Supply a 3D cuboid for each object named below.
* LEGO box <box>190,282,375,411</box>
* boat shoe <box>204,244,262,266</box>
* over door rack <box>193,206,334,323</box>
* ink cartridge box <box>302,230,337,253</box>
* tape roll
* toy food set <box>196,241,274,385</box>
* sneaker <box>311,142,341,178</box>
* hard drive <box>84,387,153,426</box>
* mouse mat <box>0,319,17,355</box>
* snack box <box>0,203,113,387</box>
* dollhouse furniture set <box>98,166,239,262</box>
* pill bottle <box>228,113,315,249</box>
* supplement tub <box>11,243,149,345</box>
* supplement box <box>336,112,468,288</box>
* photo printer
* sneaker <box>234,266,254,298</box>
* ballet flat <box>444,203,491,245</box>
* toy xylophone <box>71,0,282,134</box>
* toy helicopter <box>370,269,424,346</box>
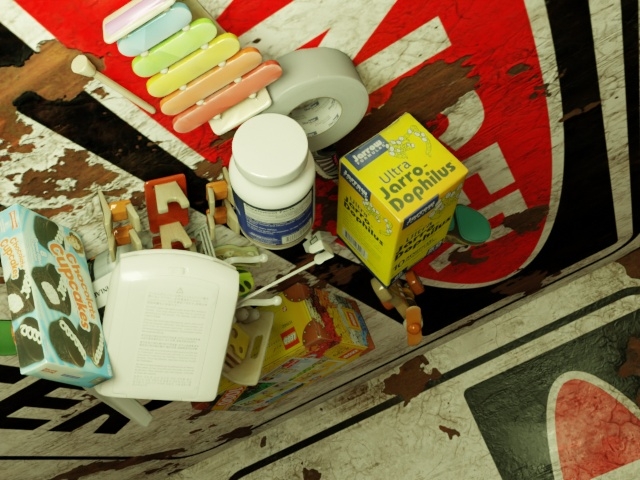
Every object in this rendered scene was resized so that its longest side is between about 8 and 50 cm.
[{"bbox_3d":[-0.140,0.358,2.279,0.500,0.193,0.372,-32,153,20],"label":"LEGO box"},{"bbox_3d":[-0.214,0.045,1.755,0.153,0.048,0.056,2,146,-42],"label":"boat shoe"},{"bbox_3d":[-0.119,0.009,1.532,0.324,0.239,0.108,-34,151,26],"label":"over door rack"},{"bbox_3d":[0.000,0.000,1.866,0.048,0.028,0.083,7,143,-47],"label":"ink cartridge box"},{"bbox_3d":[-0.026,-0.248,1.292,0.219,0.072,0.219,-18,154,-9],"label":"tape roll"},{"bbox_3d":[-0.222,0.176,1.678,0.092,0.219,0.306,-17,132,29],"label":"toy food set"},{"bbox_3d":[0.013,-0.181,1.468,0.075,0.063,0.170,-27,151,25],"label":"sneaker"},{"bbox_3d":[-0.584,0.352,1.814,0.047,0.233,0.353,-55,155,-23],"label":"hard drive"},{"bbox_3d":[-0.776,0.239,1.736,0.190,0.007,0.153,-39,150,31],"label":"mouse mat"},{"bbox_3d":[-0.494,0.105,1.317,0.060,0.321,0.187,-27,155,10],"label":"snack box"},{"bbox_3d":[-0.312,-0.037,1.465,0.262,0.135,0.259,-14,143,-18],"label":"dollhouse furniture set"},{"bbox_3d":[-0.084,-0.101,1.273,0.153,0.153,0.264,-18,157,-10],"label":"pill bottle"},{"bbox_3d":[-0.501,0.149,1.555,0.316,0.193,0.193,-29,155,12],"label":"supplement tub"},{"bbox_3d":[0.170,-0.077,1.596,0.194,0.195,0.356,-37,159,-16],"label":"supplement box"},{"bbox_3d":[-0.303,0.166,1.420,0.256,0.107,0.307,7,108,-20],"label":"photo printer"},{"bbox_3d":[-0.312,0.161,1.837,0.296,0.109,0.123,-14,150,-18],"label":"sneaker"},{"bbox_3d":[0.344,-0.044,1.986,0.349,0.123,0.123,6,144,-47],"label":"ballet flat"},{"bbox_3d":[-0.220,-0.263,1.090,0.236,0.081,0.323,-31,154,20],"label":"toy xylophone"},{"bbox_3d":[0.242,0.196,2.217,0.140,0.234,0.355,-29,154,15],"label":"toy helicopter"}]
